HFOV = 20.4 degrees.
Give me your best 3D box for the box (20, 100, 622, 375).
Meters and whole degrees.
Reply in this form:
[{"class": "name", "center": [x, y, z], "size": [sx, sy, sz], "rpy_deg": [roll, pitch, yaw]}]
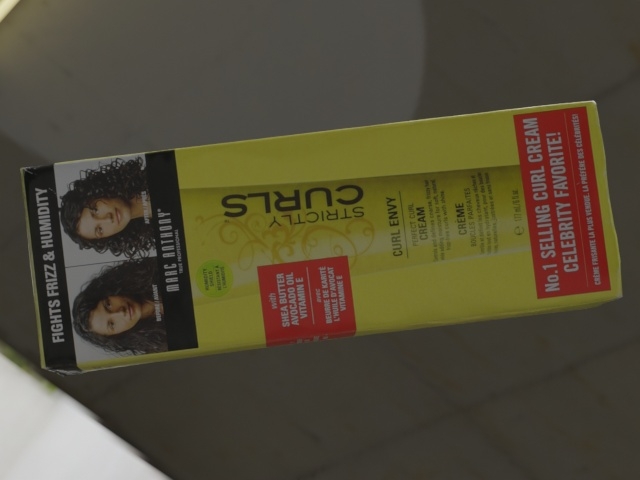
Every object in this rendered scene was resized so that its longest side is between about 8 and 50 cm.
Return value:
[{"class": "box", "center": [0.000, 0.000, 0.727], "size": [0.232, 0.087, 0.058], "rpy_deg": [-6, -5, -3]}]
